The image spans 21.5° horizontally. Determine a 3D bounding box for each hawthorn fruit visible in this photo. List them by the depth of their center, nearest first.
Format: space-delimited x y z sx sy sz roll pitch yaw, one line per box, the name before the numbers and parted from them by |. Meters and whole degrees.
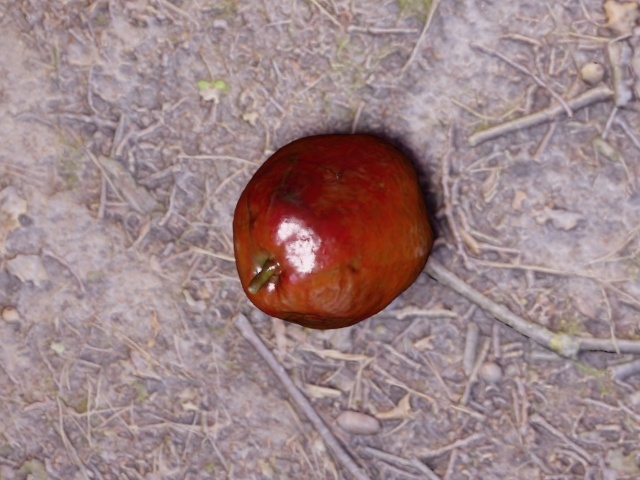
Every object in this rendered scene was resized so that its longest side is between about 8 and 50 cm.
hawthorn fruit | 0.000 0.000 1.839 0.224 0.261 0.224 8 109 23
